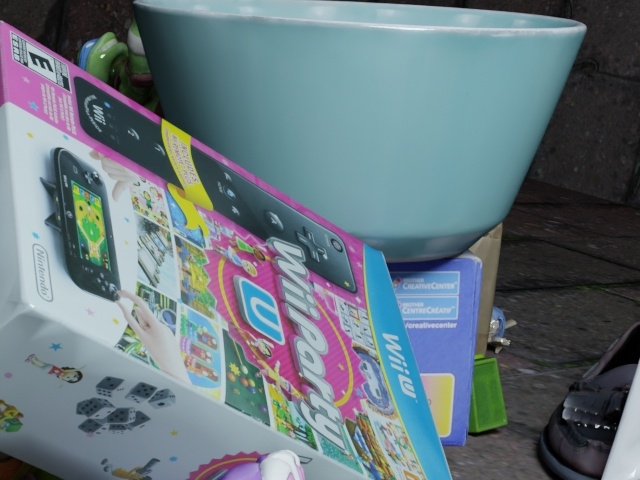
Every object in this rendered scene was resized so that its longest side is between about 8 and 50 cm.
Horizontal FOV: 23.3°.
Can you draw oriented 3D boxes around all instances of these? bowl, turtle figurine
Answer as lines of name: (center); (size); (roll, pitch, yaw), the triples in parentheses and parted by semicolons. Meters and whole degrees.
bowl: (0.022, -0.081, 1.084); (0.311, 0.163, 0.311); (3, 12, -1)
turtle figurine: (-0.067, -0.166, 1.312); (0.266, 0.275, 0.198); (29, -15, 14)

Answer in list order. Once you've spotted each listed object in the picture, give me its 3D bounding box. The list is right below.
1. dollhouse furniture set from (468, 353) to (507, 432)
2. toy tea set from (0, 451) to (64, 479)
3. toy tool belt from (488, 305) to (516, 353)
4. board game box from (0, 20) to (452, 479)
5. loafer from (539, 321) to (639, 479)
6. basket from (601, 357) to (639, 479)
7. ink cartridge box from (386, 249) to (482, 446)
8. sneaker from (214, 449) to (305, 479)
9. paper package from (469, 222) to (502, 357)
dollhouse furniture set: (0.093, 0.132, 1.333); (0.076, 0.059, 0.151); (-7, 0, -40)
toy tea set: (-0.278, 0.042, 0.840); (0.336, 0.124, 0.200); (34, 12, -5)
toy tool belt: (0.175, 0.089, 1.589); (0.051, 0.052, 0.083); (4, 9, 6)
board game box: (-0.075, 0.044, 0.849); (0.303, 0.097, 0.224); (32, 28, -37)
loafer: (0.249, 0.131, 1.290); (0.109, 0.095, 0.302); (13, 10, 14)
basket: (0.279, 0.143, 1.073); (0.103, 0.167, 0.113); (13, 8, -30)
ink cartridge box: (-0.040, 0.051, 1.194); (0.270, 0.151, 0.395); (1, 10, -9)
sneaker: (-0.059, 0.155, 0.685); (0.104, 0.095, 0.236); (-2, -18, -12)
paper package: (0.000, 0.000, 1.560); (0.309, 0.168, 0.325); (11, 9, -10)
